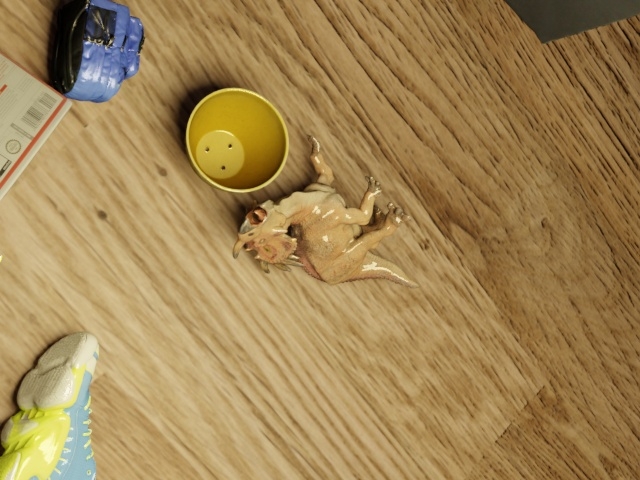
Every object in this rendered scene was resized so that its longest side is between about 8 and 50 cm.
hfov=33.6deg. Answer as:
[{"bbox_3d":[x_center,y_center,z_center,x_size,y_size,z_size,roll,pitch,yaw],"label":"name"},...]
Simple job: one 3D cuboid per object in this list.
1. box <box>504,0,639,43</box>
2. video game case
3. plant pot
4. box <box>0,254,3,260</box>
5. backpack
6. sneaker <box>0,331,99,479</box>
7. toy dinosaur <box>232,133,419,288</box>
[{"bbox_3d":[0.373,-0.635,1.527,0.472,0.297,0.480,41,71,-18],"label":"box"},{"bbox_3d":[-0.444,-0.178,1.194,0.285,0.025,0.204,36,44,-14],"label":"video game case"},{"bbox_3d":[-0.119,-0.121,1.377,0.134,0.095,0.134,3,82,-20],"label":"plant pot"},{"bbox_3d":[-0.442,0.078,1.241,0.059,0.054,0.169,32,76,-22],"label":"box"},{"bbox_3d":[-0.275,-0.229,1.308,0.101,0.098,0.120,13,82,-29],"label":"backpack"},{"bbox_3d":[-0.316,0.235,1.294,0.126,0.091,0.240,41,71,-39],"label":"sneaker"},{"bbox_3d":[0.000,0.000,1.430,0.200,0.127,0.296,-49,125,-8],"label":"toy dinosaur"}]
